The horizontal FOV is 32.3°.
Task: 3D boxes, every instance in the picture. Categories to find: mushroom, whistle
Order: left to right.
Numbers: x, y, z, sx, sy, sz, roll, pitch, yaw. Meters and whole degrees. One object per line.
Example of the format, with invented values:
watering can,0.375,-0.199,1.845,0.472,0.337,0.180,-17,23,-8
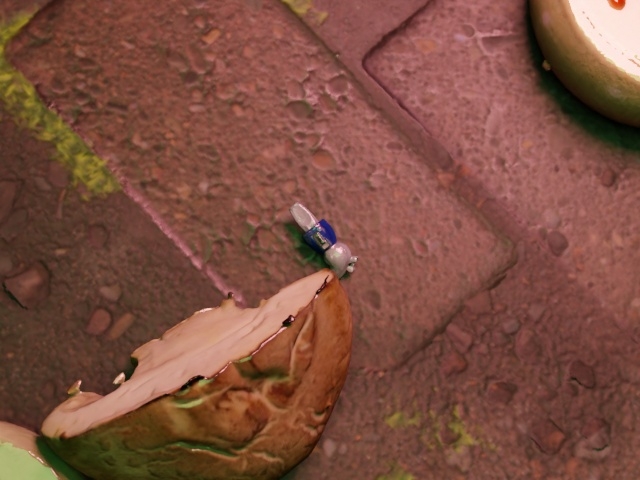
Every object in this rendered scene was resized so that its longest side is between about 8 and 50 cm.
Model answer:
mushroom,-0.084,0.147,0.957,0.286,0.156,0.151,-28,109,-12
whistle,0.000,0.000,1.030,0.033,0.029,0.083,-40,90,7

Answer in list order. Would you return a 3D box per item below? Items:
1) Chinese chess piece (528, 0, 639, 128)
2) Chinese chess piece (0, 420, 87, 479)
Chinese chess piece,0.333,-0.234,1.046,0.273,0.102,0.273,0,79,-1
Chinese chess piece,-0.303,0.275,0.929,0.250,0.101,0.250,0,79,-2
